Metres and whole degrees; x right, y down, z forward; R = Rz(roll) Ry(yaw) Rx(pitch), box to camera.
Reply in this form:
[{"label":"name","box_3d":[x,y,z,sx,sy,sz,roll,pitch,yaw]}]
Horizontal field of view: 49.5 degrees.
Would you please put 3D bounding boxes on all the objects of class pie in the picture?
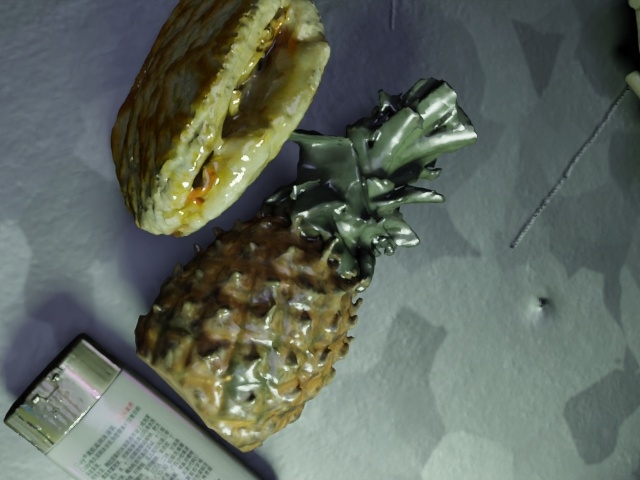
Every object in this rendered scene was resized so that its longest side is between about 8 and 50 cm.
[{"label":"pie","box_3d":[-0.080,-0.099,0.496,0.084,0.178,0.205,29,81,-33]}]

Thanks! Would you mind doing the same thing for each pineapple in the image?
[{"label":"pineapple","box_3d":[0.000,0.000,0.529,0.310,0.141,0.170,-48,140,-16]}]

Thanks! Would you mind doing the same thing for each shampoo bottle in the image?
[{"label":"shampoo bottle","box_3d":[-0.125,0.175,0.536,0.227,0.056,0.086,43,80,-13]}]

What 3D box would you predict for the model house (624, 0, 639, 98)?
[{"label":"model house","box_3d":[0.388,-0.184,0.671,0.229,0.122,0.188,-31,86,-29]}]
